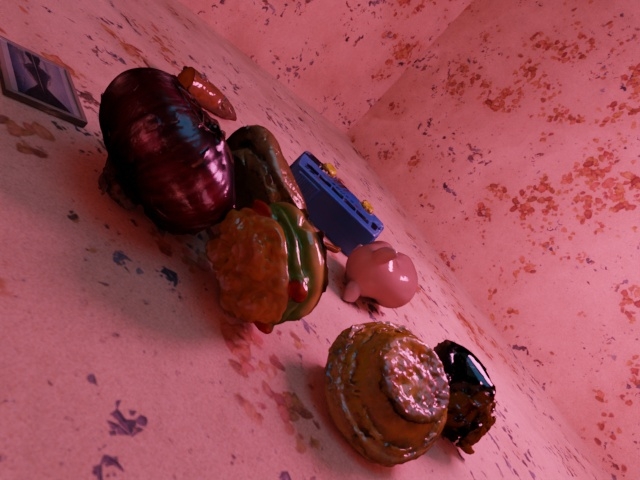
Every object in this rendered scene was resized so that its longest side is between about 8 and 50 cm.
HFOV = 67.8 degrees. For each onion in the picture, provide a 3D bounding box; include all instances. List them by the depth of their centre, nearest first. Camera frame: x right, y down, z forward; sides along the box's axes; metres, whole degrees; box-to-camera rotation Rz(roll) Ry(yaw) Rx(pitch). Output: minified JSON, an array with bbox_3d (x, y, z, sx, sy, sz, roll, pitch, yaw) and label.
[{"bbox_3d":[-0.282,-0.149,0.853,0.314,0.232,0.314,62,-9,16],"label":"onion"}]

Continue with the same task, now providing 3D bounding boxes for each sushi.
[{"bbox_3d":[0.329,0.380,1.144,0.204,0.213,0.200,32,41,0],"label":"sushi"}]

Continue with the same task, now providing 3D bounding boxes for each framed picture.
[{"bbox_3d":[-0.547,-0.312,0.930,0.150,0.015,0.203,21,30,-52],"label":"framed picture"}]

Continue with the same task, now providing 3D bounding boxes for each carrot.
[{"bbox_3d":[-0.363,-0.467,1.587,0.263,0.102,0.102,31,23,-54],"label":"carrot"}]

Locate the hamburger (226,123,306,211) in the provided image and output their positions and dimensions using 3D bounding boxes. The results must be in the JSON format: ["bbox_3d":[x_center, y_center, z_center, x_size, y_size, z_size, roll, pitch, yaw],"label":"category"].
[{"bbox_3d":[-0.130,-0.102,1.038,0.134,0.265,0.285,-32,100,-36],"label":"hamburger"}]

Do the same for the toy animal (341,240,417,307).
[{"bbox_3d":[0.175,0.089,1.404,0.256,0.195,0.213,28,17,-38],"label":"toy animal"}]

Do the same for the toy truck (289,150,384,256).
[{"bbox_3d":[0.036,-0.114,1.601,0.385,0.161,0.162,43,29,-9],"label":"toy truck"}]

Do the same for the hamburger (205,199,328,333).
[{"bbox_3d":[-0.104,0.048,0.829,0.148,0.237,0.237,-7,52,-43],"label":"hamburger"}]

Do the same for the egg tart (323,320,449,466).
[{"bbox_3d":[0.146,0.271,0.896,0.294,0.123,0.294,20,53,-29],"label":"egg tart"}]

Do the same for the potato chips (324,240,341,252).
[{"bbox_3d":[0.000,0.000,1.458,0.204,0.037,0.026,34,31,-48],"label":"potato chips"}]
